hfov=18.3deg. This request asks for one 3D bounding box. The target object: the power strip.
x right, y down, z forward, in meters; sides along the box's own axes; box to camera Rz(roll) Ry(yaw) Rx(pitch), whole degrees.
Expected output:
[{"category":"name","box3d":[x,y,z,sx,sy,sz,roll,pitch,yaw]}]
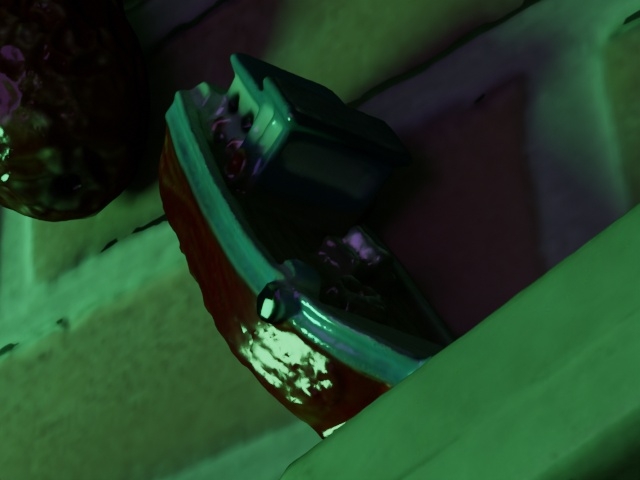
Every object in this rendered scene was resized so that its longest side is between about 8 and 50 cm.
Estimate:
[{"category":"power strip","box3d":[0.117,0.013,0.439,0.288,0.093,0.053,-39,46,26]}]

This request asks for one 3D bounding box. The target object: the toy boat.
[{"category":"toy boat","box3d":[0.000,0.000,0.592,0.059,0.069,0.173,-56,34,20]}]

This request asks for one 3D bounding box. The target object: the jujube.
[{"category":"jujube","box3d":[-0.101,-0.068,0.741,0.077,0.077,0.129,-35,42,30]}]
